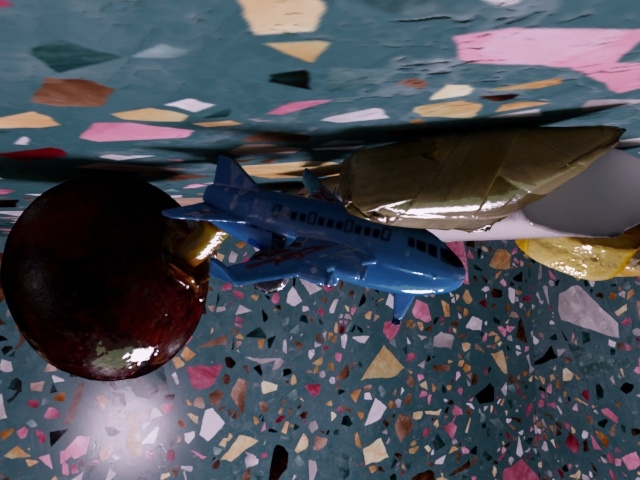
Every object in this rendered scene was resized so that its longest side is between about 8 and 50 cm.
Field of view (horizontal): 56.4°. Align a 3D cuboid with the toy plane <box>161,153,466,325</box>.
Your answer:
[{"bbox_3d":[0.000,0.000,0.566,0.271,0.105,0.254,25,-153,6],"label":"toy plane"}]

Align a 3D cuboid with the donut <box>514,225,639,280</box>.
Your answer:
[{"bbox_3d":[0.348,-0.009,0.822,0.174,0.075,0.190,18,-150,5],"label":"donut"}]

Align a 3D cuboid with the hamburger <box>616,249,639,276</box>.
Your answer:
[{"bbox_3d":[0.513,-0.016,1.033,0.208,0.162,0.330,1,-179,-9],"label":"hamburger"}]

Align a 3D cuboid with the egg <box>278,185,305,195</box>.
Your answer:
[{"bbox_3d":[-0.013,-0.014,0.872,0.164,0.132,0.131,0,179,-2],"label":"egg"}]

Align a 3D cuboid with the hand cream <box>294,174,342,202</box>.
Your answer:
[{"bbox_3d":[0.051,-0.060,0.675,0.233,0.050,0.080,-2,-146,47],"label":"hand cream"}]

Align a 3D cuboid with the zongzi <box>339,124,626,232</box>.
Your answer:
[{"bbox_3d":[0.112,-0.057,0.472,0.160,0.079,0.176,-1,169,-22],"label":"zongzi"}]

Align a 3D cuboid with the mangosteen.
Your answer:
[{"bbox_3d":[-0.201,0.030,0.662,0.261,0.236,0.235,-17,173,21],"label":"mangosteen"}]

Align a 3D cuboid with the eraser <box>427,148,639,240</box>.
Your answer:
[{"bbox_3d":[0.209,-0.044,0.689,0.173,0.095,0.270,-1,178,-22],"label":"eraser"}]
